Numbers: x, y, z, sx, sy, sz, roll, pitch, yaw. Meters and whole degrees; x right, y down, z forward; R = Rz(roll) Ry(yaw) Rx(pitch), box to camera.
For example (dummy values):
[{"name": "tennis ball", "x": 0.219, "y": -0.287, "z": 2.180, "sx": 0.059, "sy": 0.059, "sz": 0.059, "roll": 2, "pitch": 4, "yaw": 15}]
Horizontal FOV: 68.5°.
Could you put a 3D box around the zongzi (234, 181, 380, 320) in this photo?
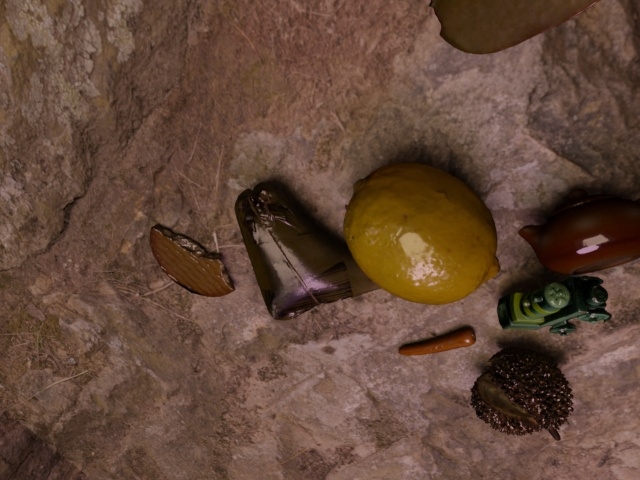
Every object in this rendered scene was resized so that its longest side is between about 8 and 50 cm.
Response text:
[{"name": "zongzi", "x": 0.000, "y": 0.000, "z": 0.944, "sx": 0.300, "sy": 0.145, "sz": 0.273, "roll": -12, "pitch": 112, "yaw": 7}]

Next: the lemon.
[{"name": "lemon", "x": 0.168, "y": -0.011, "z": 0.802, "sx": 0.236, "sy": 0.236, "sz": 0.263, "roll": -34, "pitch": 88, "yaw": 33}]

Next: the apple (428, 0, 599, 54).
[{"name": "apple", "x": 0.212, "y": -0.405, "z": 0.504, "sx": 0.295, "sy": 0.328, "sz": 0.365, "roll": 11, "pitch": 146, "yaw": -17}]

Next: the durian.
[{"name": "durian", "x": 0.411, "y": 0.321, "z": 0.955, "sx": 0.196, "sy": 0.167, "sz": 0.196, "roll": 37, "pitch": 141, "yaw": 39}]

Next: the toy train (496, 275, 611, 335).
[{"name": "toy train", "x": 0.412, "y": 0.117, "z": 0.835, "sx": 0.132, "sy": 0.083, "sz": 0.200, "roll": 1, "pitch": 158, "yaw": 0}]

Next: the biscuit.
[{"name": "biscuit", "x": -0.312, "y": 0.048, "z": 1.128, "sx": 0.176, "sy": 0.031, "sz": 0.228, "roll": -21, "pitch": 110, "yaw": 28}]

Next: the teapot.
[{"name": "teapot", "x": 0.455, "y": -0.027, "z": 0.753, "sx": 0.252, "sy": 0.178, "sz": 0.135, "roll": -18, "pitch": 74, "yaw": 18}]

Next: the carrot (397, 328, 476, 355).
[{"name": "carrot", "x": 0.253, "y": 0.234, "z": 1.042, "sx": 0.190, "sy": 0.037, "sz": 0.037, "roll": -25, "pitch": 110, "yaw": 32}]
